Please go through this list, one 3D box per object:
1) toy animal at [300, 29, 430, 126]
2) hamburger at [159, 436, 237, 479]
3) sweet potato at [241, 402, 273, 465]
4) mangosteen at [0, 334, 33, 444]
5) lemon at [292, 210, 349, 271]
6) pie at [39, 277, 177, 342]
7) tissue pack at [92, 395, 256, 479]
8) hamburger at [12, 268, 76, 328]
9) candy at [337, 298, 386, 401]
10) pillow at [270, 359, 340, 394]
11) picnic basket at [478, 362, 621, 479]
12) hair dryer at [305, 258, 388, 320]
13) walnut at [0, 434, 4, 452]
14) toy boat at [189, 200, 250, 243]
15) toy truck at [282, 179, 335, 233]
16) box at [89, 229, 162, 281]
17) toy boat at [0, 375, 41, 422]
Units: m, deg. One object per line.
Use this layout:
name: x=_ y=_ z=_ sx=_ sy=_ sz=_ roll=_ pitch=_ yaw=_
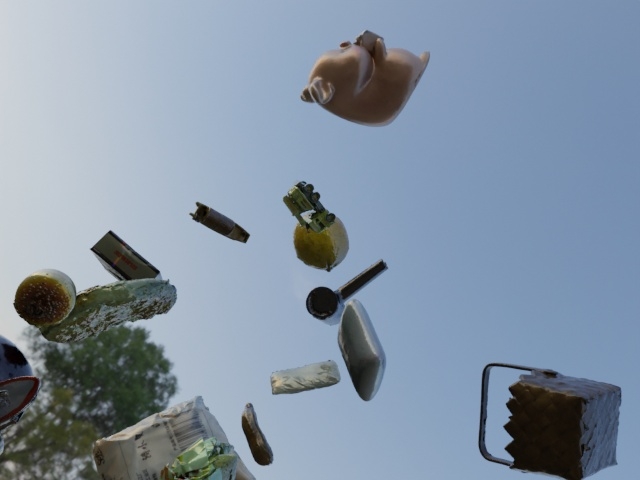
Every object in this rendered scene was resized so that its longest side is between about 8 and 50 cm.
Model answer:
toy animal: x=0.105 y=-0.385 z=1.452 sx=0.195 sy=0.257 sz=0.212 roll=-124 pitch=-129 yaw=-78
hamburger: x=-0.247 y=0.515 z=1.301 sx=0.125 sy=0.235 sz=0.214 roll=31 pitch=-74 yaw=25
sweet potato: x=-0.214 y=0.621 z=1.971 sx=0.233 sy=0.062 sz=0.081 roll=61 pitch=-3 yaw=38
mangosteen: x=-0.825 y=0.361 z=1.380 sx=0.306 sy=0.307 sz=0.346 roll=110 pitch=-20 yaw=-47
lemon: x=0.000 y=0.000 z=2.097 sx=0.192 sy=0.192 sz=0.230 roll=-45 pitch=-127 yaw=53
pie: x=-0.566 y=0.185 z=1.656 sx=0.078 sy=0.372 sz=0.296 roll=69 pitch=-27 yaw=15
tissue pack: x=-0.383 y=0.626 z=1.614 sx=0.375 sy=0.390 sz=0.195 roll=54 pitch=-29 yaw=36
hamburger: x=-0.619 y=0.133 z=1.370 sx=0.126 sy=0.081 sz=0.141 roll=41 pitch=-76 yaw=-20
candy: x=0.083 y=0.221 z=1.240 sx=0.174 sy=0.071 sz=0.138 roll=-112 pitch=-156 yaw=-49
pillow: x=-0.051 y=0.442 z=1.972 sx=0.128 sy=0.230 sz=0.050 roll=-101 pitch=180 yaw=-69
picnic basket: x=0.545 y=0.443 z=1.505 sx=0.321 sy=0.291 sz=0.253 roll=-2 pitch=-98 yaw=45
hair dryer: x=0.085 y=0.140 z=1.692 sx=0.089 sy=0.251 sz=0.197 roll=54 pitch=-1 yaw=18
walnut: x=-1.009 y=0.528 z=1.636 sx=0.306 sy=0.306 sz=0.344 roll=51 pitch=-50 yaw=7
toy boat: x=-0.336 y=-0.055 z=2.065 sx=0.226 sy=0.068 sz=0.088 roll=32 pitch=-11 yaw=-28
toy truck: x=-0.039 y=-0.095 z=1.803 sx=0.169 sy=0.100 sz=0.077 roll=53 pitch=-6 yaw=-23
box: x=-0.581 y=0.092 z=1.872 sx=0.198 sy=0.084 sz=0.310 roll=40 pitch=-18 yaw=1
toy boat: x=-0.652 y=0.314 z=1.074 sx=0.219 sy=0.318 sz=0.071 roll=-33 pitch=-102 yaw=23
